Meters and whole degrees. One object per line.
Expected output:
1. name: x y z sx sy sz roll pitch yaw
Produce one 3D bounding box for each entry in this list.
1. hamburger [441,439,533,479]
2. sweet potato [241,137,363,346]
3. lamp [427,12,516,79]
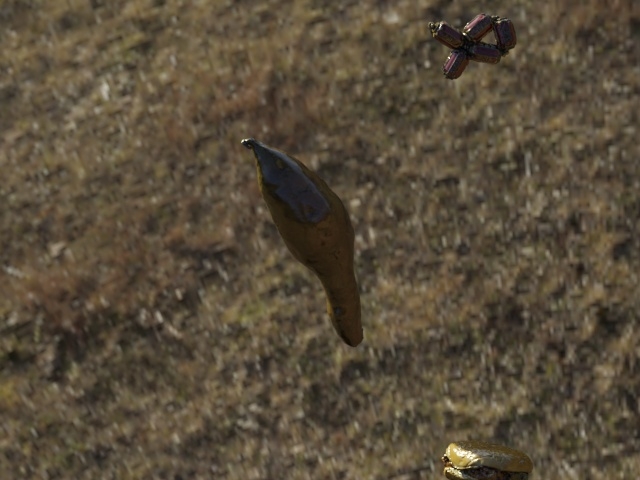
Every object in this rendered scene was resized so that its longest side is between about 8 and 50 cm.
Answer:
1. hamburger: 0.156 0.211 1.363 0.083 0.076 0.044 10 92 48
2. sweet potato: 0.002 0.002 1.485 0.074 0.269 0.075 -20 28 11
3. lamp: 0.156 -0.203 1.470 0.083 0.063 0.031 -18 9 3
